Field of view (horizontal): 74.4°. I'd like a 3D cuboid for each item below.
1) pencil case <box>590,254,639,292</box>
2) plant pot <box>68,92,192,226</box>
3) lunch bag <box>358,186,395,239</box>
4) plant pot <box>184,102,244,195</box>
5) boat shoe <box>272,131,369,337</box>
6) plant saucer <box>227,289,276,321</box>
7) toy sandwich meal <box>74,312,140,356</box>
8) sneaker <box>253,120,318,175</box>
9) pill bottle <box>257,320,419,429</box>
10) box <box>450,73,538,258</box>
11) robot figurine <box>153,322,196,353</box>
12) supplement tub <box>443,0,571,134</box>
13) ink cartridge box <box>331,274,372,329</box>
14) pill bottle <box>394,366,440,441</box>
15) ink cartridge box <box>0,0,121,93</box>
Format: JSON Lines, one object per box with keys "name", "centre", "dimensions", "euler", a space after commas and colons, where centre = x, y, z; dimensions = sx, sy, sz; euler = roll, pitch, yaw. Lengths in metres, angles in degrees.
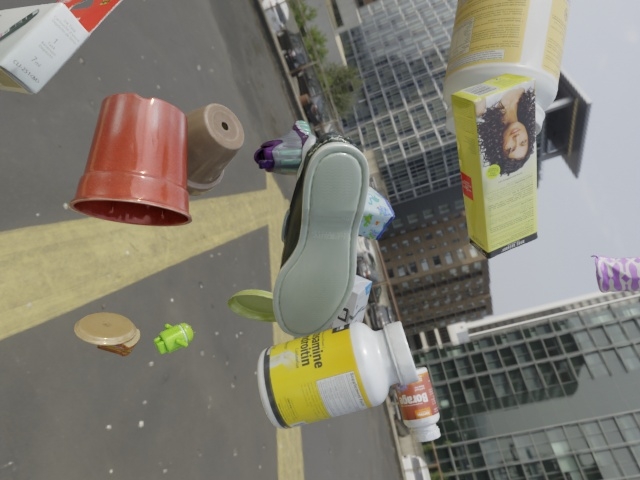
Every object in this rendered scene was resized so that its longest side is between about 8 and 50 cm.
{"name": "pencil case", "centre": [0.701, 0.064, 0.894], "dimensions": [0.086, 0.206, 0.088], "euler": [-5, 87, -57]}
{"name": "plant pot", "centre": [-0.442, -0.191, 1.032], "dimensions": [0.272, 0.272, 0.265], "euler": [34, 57, -71]}
{"name": "lunch bag", "centre": [0.074, -0.084, 0.944], "dimensions": [0.128, 0.096, 0.151], "euler": [13, 40, -27]}
{"name": "plant pot", "centre": [-0.362, -0.297, 1.298], "dimensions": [0.263, 0.229, 0.263], "euler": [29, 51, -43]}
{"name": "boat shoe", "centre": [0.000, 0.000, 0.598], "dimensions": [0.091, 0.114, 0.303], "euler": [-101, -154, -61]}
{"name": "plant saucer", "centre": [-0.220, 0.237, 1.552], "dimensions": [0.241, 0.240, 0.037], "euler": [57, 34, -51]}
{"name": "toy sandwich meal", "centre": [-0.294, 0.129, 0.582], "dimensions": [0.085, 0.085, 0.029], "euler": [-55, 163, -74]}
{"name": "sneaker", "centre": [-0.064, -0.156, 0.707], "dimensions": [0.224, 0.098, 0.083], "euler": [-120, -153, -70]}
{"name": "pill bottle", "centre": [0.022, 0.162, 0.526], "dimensions": [0.103, 0.184, 0.103], "euler": [-18, 90, -83]}
{"name": "box", "centre": [0.238, -0.093, 0.568], "dimensions": [0.058, 0.087, 0.232], "euler": [-120, -172, -58]}
{"name": "robot figurine", "centre": [-0.434, 0.291, 1.259], "dimensions": [0.101, 0.115, 0.067], "euler": [27, -48, 47]}
{"name": "supplement tub", "centre": [0.412, -0.414, 0.951], "dimensions": [0.241, 0.240, 0.332], "euler": [16, 84, -75]}
{"name": "ink cartridge box", "centre": [0.091, 0.207, 1.257], "dimensions": [0.104, 0.060, 0.180], "euler": [-29, 134, -56]}
{"name": "pill bottle", "centre": [0.321, 0.539, 1.393], "dimensions": [0.121, 0.121, 0.216], "euler": [35, 40, -70]}
{"name": "ink cartridge box", "centre": [-0.452, -0.343, 0.670], "dimensions": [0.239, 0.275, 0.060], "euler": [-61, 144, -17]}
